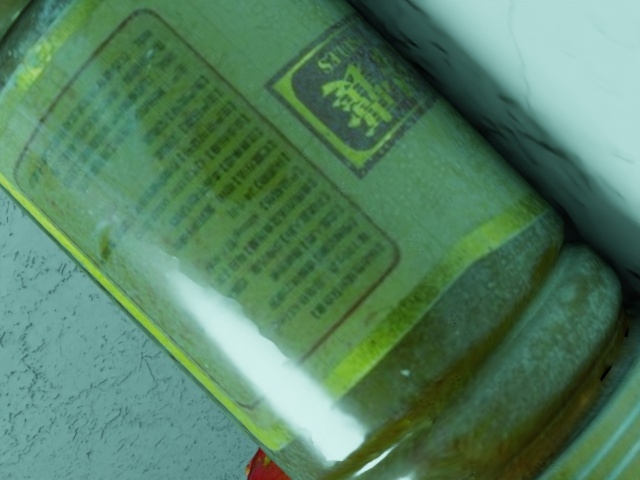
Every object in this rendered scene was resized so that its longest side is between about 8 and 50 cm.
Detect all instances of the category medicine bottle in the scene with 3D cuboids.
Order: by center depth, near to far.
[{"bbox_3d":[0.000,0.000,0.420,0.322,0.151,0.151,45,171,0],"label":"medicine bottle"}]

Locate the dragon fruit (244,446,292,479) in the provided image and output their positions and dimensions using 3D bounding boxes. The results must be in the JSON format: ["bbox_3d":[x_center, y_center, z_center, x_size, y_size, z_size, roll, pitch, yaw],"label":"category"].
[{"bbox_3d":[0.037,0.188,0.745,0.210,0.268,0.205,55,176,33],"label":"dragon fruit"}]
